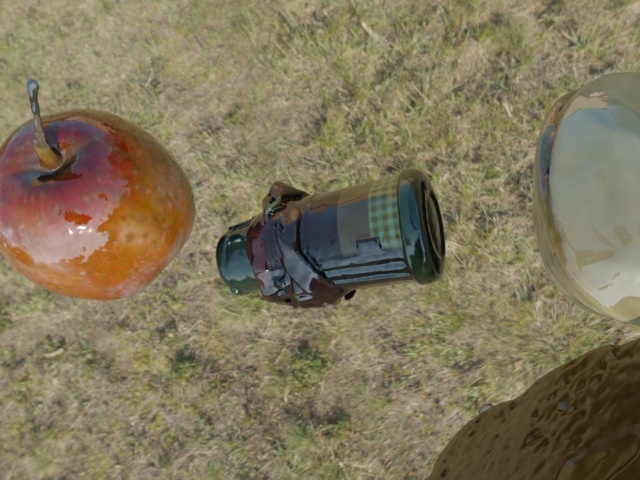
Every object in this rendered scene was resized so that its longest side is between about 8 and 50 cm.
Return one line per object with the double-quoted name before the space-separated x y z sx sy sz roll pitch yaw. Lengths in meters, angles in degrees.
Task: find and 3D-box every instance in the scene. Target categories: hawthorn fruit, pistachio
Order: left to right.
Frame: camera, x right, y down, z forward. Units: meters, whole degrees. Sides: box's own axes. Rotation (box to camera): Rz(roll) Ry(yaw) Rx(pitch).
"hawthorn fruit" -0.293 -0.048 0.691 0.235 0.263 0.231 -51 37 7
"pistachio" 0.503 -0.071 0.907 0.365 0.281 0.446 27 64 -14

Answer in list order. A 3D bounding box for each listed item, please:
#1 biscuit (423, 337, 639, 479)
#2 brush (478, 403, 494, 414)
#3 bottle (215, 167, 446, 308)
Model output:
"biscuit" 0.126 0.197 0.344 0.074 0.359 0.381 41 120 2
"brush" 0.429 0.356 0.945 0.336 0.020 0.086 20 123 14
"bottle" 0.000 0.000 0.659 0.271 0.143 0.156 -10 85 22
